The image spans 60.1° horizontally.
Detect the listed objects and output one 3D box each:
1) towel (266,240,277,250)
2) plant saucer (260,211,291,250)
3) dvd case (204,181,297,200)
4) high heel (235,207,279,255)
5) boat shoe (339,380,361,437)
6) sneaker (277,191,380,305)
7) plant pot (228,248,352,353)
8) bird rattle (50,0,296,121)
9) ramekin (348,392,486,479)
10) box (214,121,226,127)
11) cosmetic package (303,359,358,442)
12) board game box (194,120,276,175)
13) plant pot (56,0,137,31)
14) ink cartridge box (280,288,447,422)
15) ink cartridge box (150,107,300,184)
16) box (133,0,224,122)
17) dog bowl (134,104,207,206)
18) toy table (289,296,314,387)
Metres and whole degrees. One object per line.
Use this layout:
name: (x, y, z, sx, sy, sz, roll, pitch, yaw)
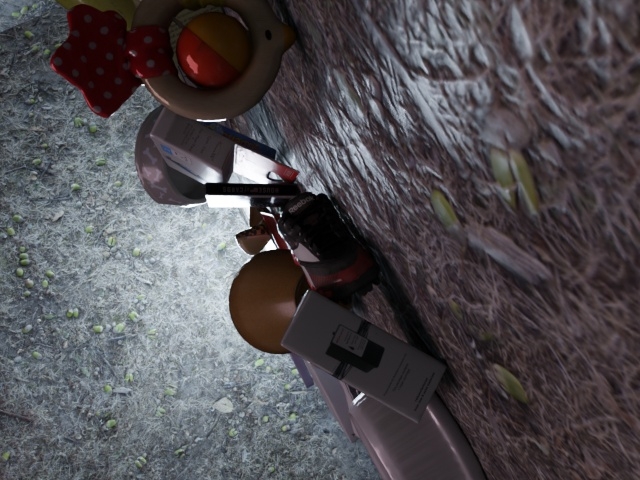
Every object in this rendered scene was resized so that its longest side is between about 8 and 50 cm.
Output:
towel: (-0.140, 0.052, 1.959, 0.324, 0.056, 0.312, 55, 166, 49)
plant saucer: (-0.067, 0.033, 1.466, 0.258, 0.047, 0.259, 64, 170, -10)
dvd case: (-0.152, -0.094, 1.180, 0.238, 0.179, 0.030, 164, 106, -81)
high heel: (-0.211, -0.051, 1.631, 0.186, 0.093, 0.261, 54, -162, 18)
boat shoe: (0.105, 0.314, 1.211, 0.102, 0.108, 0.301, -1, 108, 44)
sneaker: (0.000, 0.000, 0.836, 0.135, 0.097, 0.276, 63, 172, -23)
plant pot: (-0.041, 0.120, 1.135, 0.237, 0.237, 0.254, 63, 155, -4)
bird rattle: (-0.146, -0.222, 0.601, 0.207, 0.253, 0.143, 38, 172, -4)
ramekin: (0.153, 0.350, 0.933, 0.273, 0.127, 0.273, 60, 171, 16)
box: (-0.360, -0.329, 1.705, 0.038, 0.145, 0.186, 52, 166, 50)
cosmetic package: (0.060, 0.352, 1.415, 0.224, 0.138, 0.224, 63, 172, -6)
board game box: (-0.189, -0.197, 1.129, 0.201, 0.035, 0.136, 24, 173, -4)
plant pot: (-0.420, -0.538, 1.171, 0.293, 0.275, 0.275, 49, 176, -21)
ink cartridge box: (0.050, 0.159, 0.779, 0.208, 0.087, 0.153, 30, 169, 2)
ink cartridge box: (-0.187, -0.144, 1.100, 0.261, 0.066, 0.296, 26, 174, -7)
box: (-0.236, -0.367, 0.999, 0.213, 0.117, 0.243, 48, 162, 56)
dog bowl: (-0.434, -0.272, 1.804, 0.102, 0.349, 0.349, 5, 134, 31)
toy table: (-0.037, 0.288, 1.694, 0.274, 0.160, 0.252, 63, 171, -4)
